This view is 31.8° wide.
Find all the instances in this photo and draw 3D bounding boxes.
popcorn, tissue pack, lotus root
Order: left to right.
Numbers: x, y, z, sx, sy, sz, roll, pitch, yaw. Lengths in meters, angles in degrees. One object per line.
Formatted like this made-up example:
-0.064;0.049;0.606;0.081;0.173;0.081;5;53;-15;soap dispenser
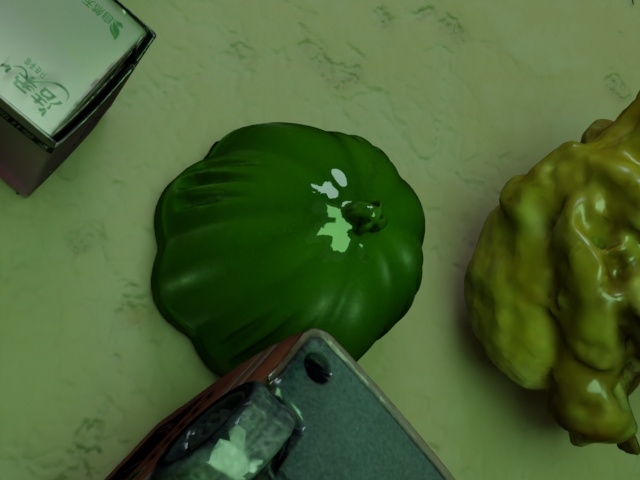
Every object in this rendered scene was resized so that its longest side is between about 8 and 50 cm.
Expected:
-0.227;-0.145;0.641;0.246;0.148;0.092;40;70;-9;tissue pack
0.000;0.000;0.694;0.186;0.186;0.186;4;79;-21;lotus root
0.202;0.017;0.765;0.190;0.191;0.253;13;85;-5;popcorn

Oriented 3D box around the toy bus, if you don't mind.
-0.097;0.247;0.524;0.203;0.233;0.427;51;46;-7;toy bus
